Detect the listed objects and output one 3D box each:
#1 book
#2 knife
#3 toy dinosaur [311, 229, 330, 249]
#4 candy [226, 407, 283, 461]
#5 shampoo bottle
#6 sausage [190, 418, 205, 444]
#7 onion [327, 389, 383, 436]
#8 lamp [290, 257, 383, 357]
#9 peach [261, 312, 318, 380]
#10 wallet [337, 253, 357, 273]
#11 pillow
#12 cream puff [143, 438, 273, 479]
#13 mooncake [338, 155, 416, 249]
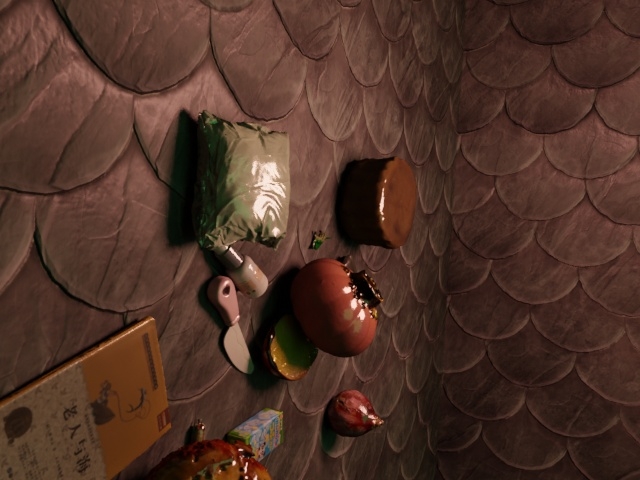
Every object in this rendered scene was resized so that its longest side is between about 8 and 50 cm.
[{"bbox_3d":[-0.425,0.333,1.107,0.389,0.032,0.269,-34,125,-56],"label":"book"},{"bbox_3d":[-0.214,0.230,1.504,0.081,0.043,0.336,-49,138,-42],"label":"knife"},{"bbox_3d":[0.000,0.000,1.913,0.119,0.029,0.060,-5,115,-68],"label":"toy dinosaur"},{"bbox_3d":[-0.171,0.524,1.610,0.194,0.062,0.097,-15,107,-63],"label":"candy"},{"bbox_3d":[-0.200,0.061,1.467,0.192,0.074,0.074,56,45,-37],"label":"shampoo bottle"},{"bbox_3d":[-0.296,0.547,1.395,0.033,0.032,0.269,21,76,-62],"label":"sausage"},{"bbox_3d":[0.123,0.594,2.060,0.159,0.194,0.160,-15,108,-52],"label":"onion"},{"bbox_3d":[0.055,0.184,1.755,0.305,0.239,0.305,55,12,-18],"label":"lamp"},{"bbox_3d":[-0.095,0.303,1.719,0.279,0.068,0.189,32,56,-57],"label":"peach"},{"bbox_3d":[0.051,0.174,2.013,0.245,0.052,0.169,-49,137,-43],"label":"wallet"},{"bbox_3d":[-0.182,-0.128,1.403,0.283,0.138,0.310,8,83,-52],"label":"pillow"},{"bbox_3d":[-0.248,0.575,1.268,0.350,0.228,0.351,-3,96,-30],"label":"cream puff"},{"bbox_3d":[0.199,-0.130,2.104,0.324,0.187,0.324,-10,102,-61],"label":"mooncake"}]
